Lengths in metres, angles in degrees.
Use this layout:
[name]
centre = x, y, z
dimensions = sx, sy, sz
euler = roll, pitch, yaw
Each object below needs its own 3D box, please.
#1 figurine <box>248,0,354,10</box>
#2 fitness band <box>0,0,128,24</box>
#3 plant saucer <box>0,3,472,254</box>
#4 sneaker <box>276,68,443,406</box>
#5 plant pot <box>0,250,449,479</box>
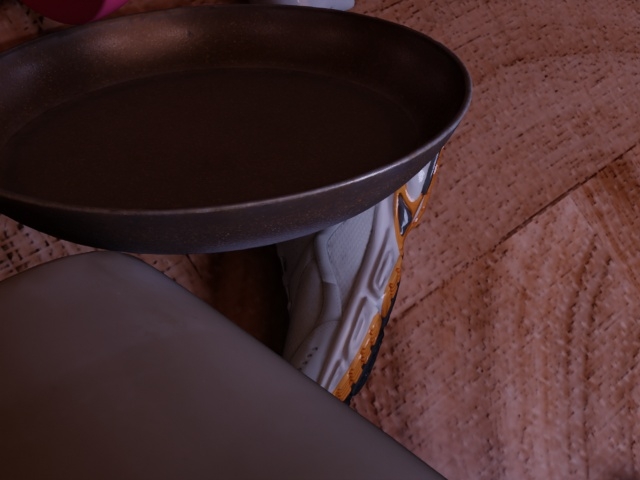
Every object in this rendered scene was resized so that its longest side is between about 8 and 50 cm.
[figurine]
centre = -0.043, -0.261, 0.818
dimensions = 0.209, 0.092, 0.215
euler = 35, 57, -16
[fitness band]
centre = -0.211, -0.253, 0.641
dimensions = 0.291, 0.209, 0.054
euler = 49, 54, -3
[plant saucer]
centre = -0.067, -0.071, 0.643
dimensions = 0.310, 0.310, 0.050
euler = -24, 125, -34
[sneaker]
centre = 0.000, 0.000, 0.737
dimensions = 0.121, 0.099, 0.262
euler = 17, 67, 8
[plant pot]
centre = -0.078, 0.168, 0.504
dimensions = 0.323, 0.323, 0.280
euler = -30, 69, -35
